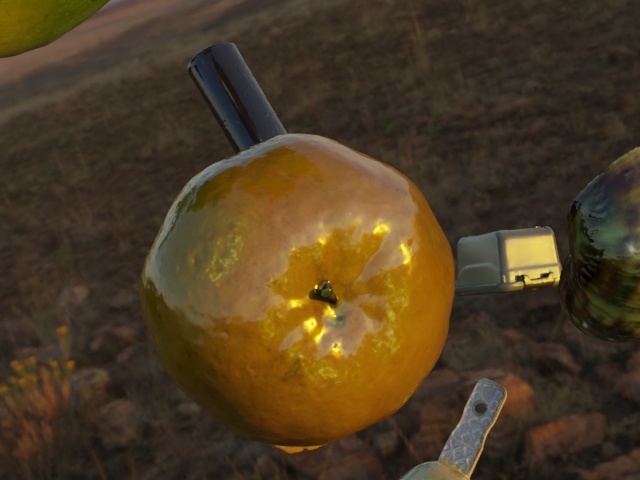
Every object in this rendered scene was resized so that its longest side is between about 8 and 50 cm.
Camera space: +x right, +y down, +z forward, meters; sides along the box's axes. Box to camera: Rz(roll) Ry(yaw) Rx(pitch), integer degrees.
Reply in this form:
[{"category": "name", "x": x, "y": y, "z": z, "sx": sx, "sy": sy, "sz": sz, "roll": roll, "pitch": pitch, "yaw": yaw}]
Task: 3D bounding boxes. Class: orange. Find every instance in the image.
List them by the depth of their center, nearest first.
[{"category": "orange", "x": -0.019, "y": 0.044, "z": 0.896, "sx": 0.279, "sy": 0.279, "sz": 0.235, "roll": -22, "pitch": 9, "yaw": -13}]

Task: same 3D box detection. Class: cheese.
[{"category": "cheese", "x": 0.131, "y": 0.264, "z": 1.063, "sx": 0.127, "sy": 0.251, "sz": 0.054, "roll": 25, "pitch": -5, "yaw": 33}]

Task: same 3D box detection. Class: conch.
[{"category": "conch", "x": 0.298, "y": 0.012, "z": 0.929, "sx": 0.181, "sy": 0.124, "sz": 0.187, "roll": -5, "pitch": -46, "yaw": -58}]

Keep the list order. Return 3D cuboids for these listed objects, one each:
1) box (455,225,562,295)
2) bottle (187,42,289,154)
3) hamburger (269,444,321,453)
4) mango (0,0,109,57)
[{"category": "box", "x": 0.280, "y": 0.031, "z": 1.510, "sx": 0.124, "sy": 0.092, "sz": 0.172, "roll": -5, "pitch": -3, "yaw": -21}, {"category": "bottle", "x": -0.080, "y": -0.136, "z": 1.271, "sx": 0.082, "sy": 0.244, "sz": 0.072, "roll": -15, "pitch": -21, "yaw": -41}, {"category": "hamburger", "x": -0.046, "y": 0.204, "z": 1.434, "sx": 0.149, "sy": 0.237, "sz": 0.237, "roll": -59, "pitch": -3, "yaw": 27}, {"category": "mango", "x": -0.258, "y": -0.317, "z": 0.919, "sx": 0.201, "sy": 0.225, "sz": 0.382, "roll": -8, "pitch": 34, "yaw": 45}]
